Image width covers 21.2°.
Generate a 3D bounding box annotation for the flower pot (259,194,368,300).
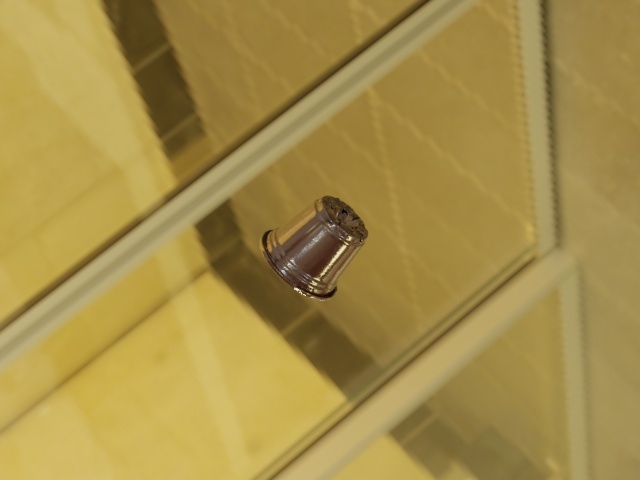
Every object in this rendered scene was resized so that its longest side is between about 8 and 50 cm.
[{"bbox_3d":[0.000,0.000,1.931,0.111,0.089,0.111,35,-157,-17],"label":"flower pot"}]
